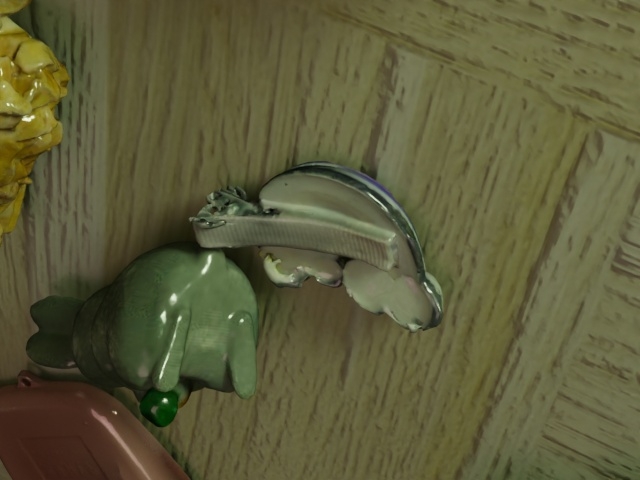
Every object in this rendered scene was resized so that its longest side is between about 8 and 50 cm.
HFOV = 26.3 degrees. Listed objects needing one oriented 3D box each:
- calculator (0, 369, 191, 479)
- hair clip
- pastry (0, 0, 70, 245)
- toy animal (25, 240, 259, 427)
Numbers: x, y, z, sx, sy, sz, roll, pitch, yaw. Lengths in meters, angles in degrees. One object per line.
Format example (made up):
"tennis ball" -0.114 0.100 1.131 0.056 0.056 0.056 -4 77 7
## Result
"calculator" -0.191 0.249 1.266 0.220 0.048 0.330 -9 121 41
"hair clip" 0.000 -0.001 0.898 0.172 0.049 0.116 11 139 22
"pastry" -0.259 -0.085 0.948 0.154 0.102 0.250 33 141 -2
"toy animal" -0.132 0.064 1.026 0.108 0.138 0.236 10 178 -30
